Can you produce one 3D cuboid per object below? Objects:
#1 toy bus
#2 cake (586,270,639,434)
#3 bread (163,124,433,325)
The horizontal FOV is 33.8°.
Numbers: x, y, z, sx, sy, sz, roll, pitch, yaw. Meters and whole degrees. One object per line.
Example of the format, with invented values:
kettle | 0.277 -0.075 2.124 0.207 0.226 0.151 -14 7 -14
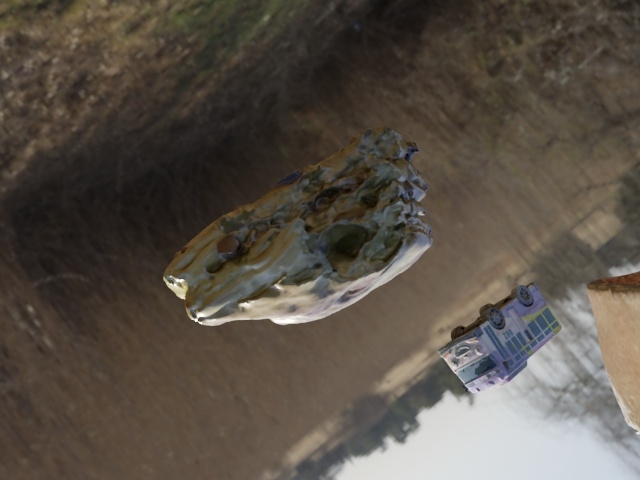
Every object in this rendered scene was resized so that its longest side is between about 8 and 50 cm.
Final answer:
toy bus | 0.147 0.081 0.859 0.102 0.058 0.052 -30 174 -46
cake | 0.522 0.135 1.410 0.237 0.230 0.309 -17 179 -5
bread | 0.000 0.000 1.386 0.314 0.191 0.370 -32 179 16
